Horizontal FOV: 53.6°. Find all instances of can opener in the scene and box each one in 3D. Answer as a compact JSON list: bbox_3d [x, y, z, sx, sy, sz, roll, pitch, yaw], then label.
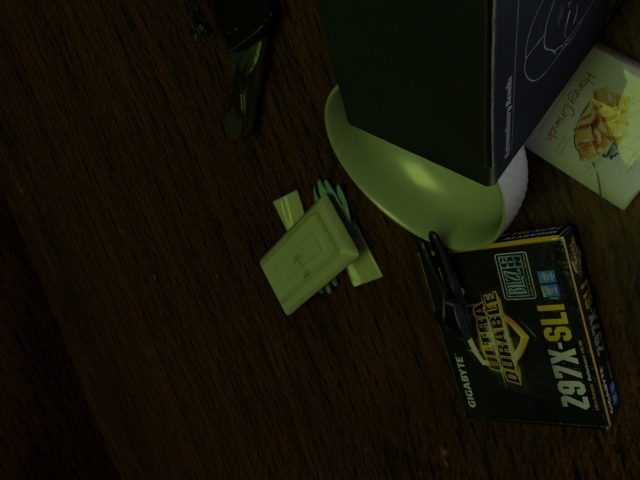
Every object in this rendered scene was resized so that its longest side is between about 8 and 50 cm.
[{"bbox_3d":[0.206,0.072,1.034,0.073,0.059,0.186,-5,107,59],"label":"can opener"}]

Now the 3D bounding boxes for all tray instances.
[{"bbox_3d":[-0.038,0.038,1.299,0.270,0.030,0.145,-43,69,41],"label":"tray"}]

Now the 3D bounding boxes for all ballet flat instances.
[{"bbox_3d":[-0.143,-0.320,1.275,0.084,0.058,0.250,30,120,33],"label":"ballet flat"}]

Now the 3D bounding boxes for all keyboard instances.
[{"bbox_3d":[-0.203,-0.514,1.223,0.201,0.033,0.317,-22,84,37],"label":"keyboard"}]

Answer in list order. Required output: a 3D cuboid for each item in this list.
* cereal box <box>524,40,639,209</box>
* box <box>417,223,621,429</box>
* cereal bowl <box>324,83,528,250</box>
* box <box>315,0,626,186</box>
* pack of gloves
[{"bbox_3d":[0.377,-0.179,0.891,0.240,0.047,0.173,39,131,21],"label":"cereal box"},{"bbox_3d":[0.327,0.147,1.057,0.257,0.079,0.322,-9,102,40],"label":"box"},{"bbox_3d":[0.174,-0.150,0.973,0.339,0.141,0.339,37,159,17],"label":"cereal bowl"},{"bbox_3d":[0.196,-0.316,0.686,0.212,0.395,0.294,29,159,27],"label":"box"},{"bbox_3d":[0.000,0.000,1.292,0.195,0.046,0.232,-23,93,44],"label":"pack of gloves"}]
